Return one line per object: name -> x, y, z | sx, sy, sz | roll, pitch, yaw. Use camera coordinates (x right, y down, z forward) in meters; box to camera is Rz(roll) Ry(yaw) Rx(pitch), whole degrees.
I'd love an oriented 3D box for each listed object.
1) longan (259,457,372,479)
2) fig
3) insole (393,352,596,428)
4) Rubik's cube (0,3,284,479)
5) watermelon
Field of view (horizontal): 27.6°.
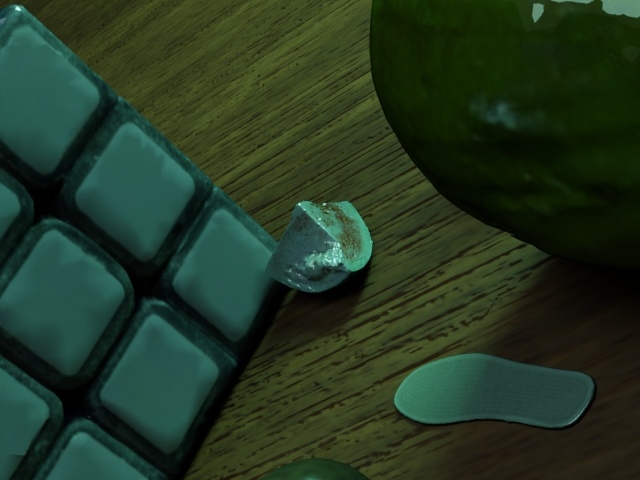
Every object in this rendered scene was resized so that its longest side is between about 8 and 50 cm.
longan -> -0.001, 0.166, 0.694 | 0.113, 0.092, 0.113 | -34, 29, 21
fig -> 0.152, -0.070, 0.679 | 0.233, 0.233, 0.314 | -34, 41, 20
insole -> 0.097, 0.089, 0.758 | 0.152, 0.002, 0.053 | 1, 53, 53
Rubik's cube -> -0.261, 0.051, 0.966 | 0.305, 0.304, 0.301 | -7, 46, 51
watermelon -> 0.000, 0.000, 0.934 | 0.085, 0.061, 0.085 | -28, 26, 14
